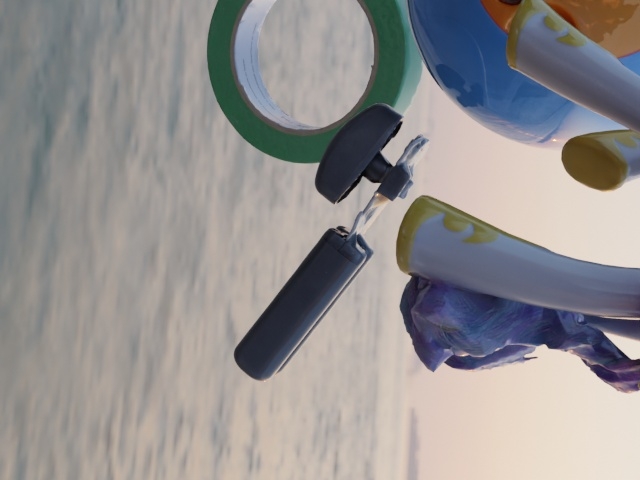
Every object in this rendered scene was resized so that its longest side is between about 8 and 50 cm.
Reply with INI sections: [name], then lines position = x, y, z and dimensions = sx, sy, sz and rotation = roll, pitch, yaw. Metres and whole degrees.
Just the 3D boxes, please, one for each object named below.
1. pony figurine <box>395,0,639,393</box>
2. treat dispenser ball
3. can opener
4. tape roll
[pony figurine]
position = 0.231, 0.030, 0.616
dimensions = 0.303, 0.363, 0.351
rotation = 85, 28, -46
[treat dispenser ball]
position = 0.217, -0.221, 1.062
dimensions = 0.288, 0.288, 0.288
rotation = 4, 90, -85
[can opener]
position = 0.000, 0.000, 1.173
dimensions = 0.283, 0.095, 0.076
rotation = -52, 171, 11
[tape roll]
position = -0.011, -0.274, 1.803
dimensions = 0.077, 0.321, 0.321
rotation = -18, 113, -64
